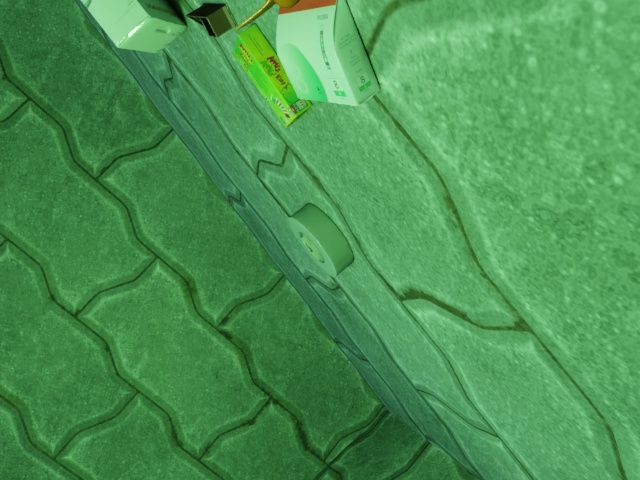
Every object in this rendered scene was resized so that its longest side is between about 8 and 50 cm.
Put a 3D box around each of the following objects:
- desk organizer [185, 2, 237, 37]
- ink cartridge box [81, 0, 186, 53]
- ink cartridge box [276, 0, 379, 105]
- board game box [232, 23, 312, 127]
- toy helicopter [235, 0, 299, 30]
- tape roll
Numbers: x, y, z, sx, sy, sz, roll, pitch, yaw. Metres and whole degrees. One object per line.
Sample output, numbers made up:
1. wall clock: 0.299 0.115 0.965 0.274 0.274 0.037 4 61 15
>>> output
1. desk organizer: -0.229 -0.458 1.005 0.130 0.050 0.047 35 159 49
2. ink cartridge box: -0.483 -0.601 1.149 0.283 0.117 0.207 53 -162 -8
3. ink cartridge box: -0.020 -0.312 0.708 0.181 0.056 0.225 31 157 54
4. board game box: -0.097 -0.319 0.952 0.181 0.043 0.092 53 166 -9
5. toy helicopter: -0.050 -0.359 0.527 0.355 0.140 0.235 24 147 42
6. tape roll: 0.000 0.000 1.406 0.219 0.072 0.219 47 167 15
